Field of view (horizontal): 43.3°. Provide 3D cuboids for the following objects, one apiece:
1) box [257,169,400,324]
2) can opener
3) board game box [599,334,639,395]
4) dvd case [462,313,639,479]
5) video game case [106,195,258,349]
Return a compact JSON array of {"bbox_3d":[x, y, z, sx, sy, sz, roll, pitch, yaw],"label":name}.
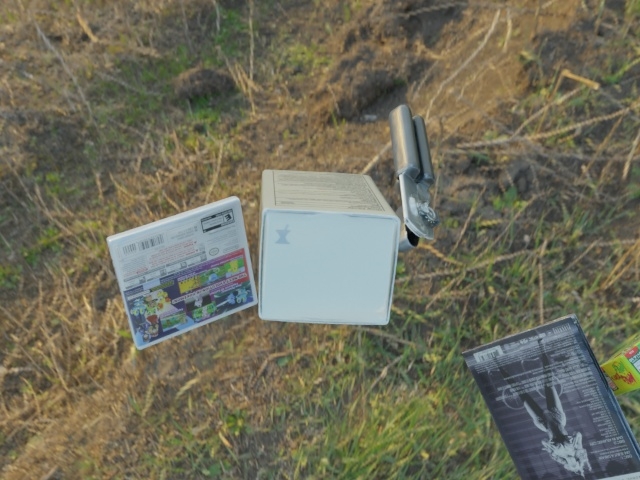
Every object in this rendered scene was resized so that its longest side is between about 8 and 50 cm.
[{"bbox_3d":[0.000,0.000,0.962,0.148,0.127,0.232,3,16,-5],"label":"box"},{"bbox_3d":[0.145,-0.108,1.403,0.076,0.095,0.284,30,41,-34],"label":"can opener"},{"bbox_3d":[0.432,0.116,0.988,0.181,0.092,0.043,-34,76,-11],"label":"board game box"},{"bbox_3d":[0.290,0.216,0.999,0.018,0.164,0.221,-21,85,-50],"label":"dvd case"},{"bbox_3d":[-0.198,0.047,1.192,0.201,0.184,0.023,-20,29,-24],"label":"video game case"}]
